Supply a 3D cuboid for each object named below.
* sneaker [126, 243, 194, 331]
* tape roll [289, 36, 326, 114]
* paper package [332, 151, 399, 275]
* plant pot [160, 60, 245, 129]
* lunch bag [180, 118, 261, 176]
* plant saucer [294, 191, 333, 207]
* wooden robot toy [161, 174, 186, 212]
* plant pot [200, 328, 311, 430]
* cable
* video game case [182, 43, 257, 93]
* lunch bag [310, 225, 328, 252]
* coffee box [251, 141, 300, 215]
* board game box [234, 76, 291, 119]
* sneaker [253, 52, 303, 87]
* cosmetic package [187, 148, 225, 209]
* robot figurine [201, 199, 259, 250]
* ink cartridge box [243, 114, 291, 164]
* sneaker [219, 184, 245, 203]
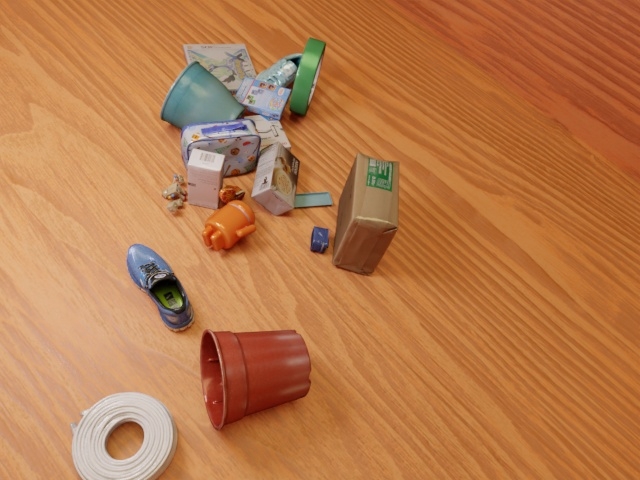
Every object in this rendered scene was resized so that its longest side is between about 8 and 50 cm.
[{"bbox_3d":[-0.506,0.124,1.497,0.129,0.147,0.330,-32,69,-30],"label":"sneaker"},{"bbox_3d":[-0.056,-0.716,2.075,0.077,0.321,0.321,18,54,-3],"label":"tape roll"},{"bbox_3d":[0.166,-0.097,1.722,0.168,0.309,0.325,13,53,-6],"label":"paper package"},{"bbox_3d":[-0.454,-0.525,1.893,0.255,0.271,0.272,33,54,-9],"label":"plant pot"},{"bbox_3d":[-0.372,-0.355,1.797,0.303,0.243,0.115,-13,61,-21],"label":"lunch bag"},{"bbox_3d":[-0.049,-0.160,1.888,0.192,0.018,0.067,-6,59,-17],"label":"plant saucer"},{"bbox_3d":[-0.549,-0.166,1.748,0.079,0.076,0.173,-16,55,17],"label":"wooden robot toy"},{"bbox_3d":[-0.184,0.375,1.359,0.265,0.272,0.272,-3,57,-26],"label":"plant pot"},{"bbox_3d":[-0.516,0.530,1.255,0.257,0.089,0.257,-17,62,-24],"label":"cable"},{"bbox_3d":[-0.461,-0.803,2.204,0.300,0.036,0.329,-10,60,-20],"label":"video game case"},{"bbox_3d":[0.000,0.000,1.762,0.065,0.067,0.098,9,56,-8],"label":"lunch bag"},{"bbox_3d":[-0.168,-0.240,1.825,0.141,0.098,0.246,41,42,-39],"label":"coffee box"},{"bbox_3d":[-0.249,-0.609,2.018,0.211,0.039,0.160,16,60,3],"label":"board game box"},{"bbox_3d":[-0.188,-0.756,2.153,0.135,0.150,0.366,43,53,-16],"label":"sneaker"},{"bbox_3d":[-0.412,-0.215,1.698,0.117,0.231,0.085,11,54,-6],"label":"cosmetic package"},{"bbox_3d":[-0.319,-0.057,1.681,0.128,0.158,0.219,54,54,-17],"label":"robot figurine"},{"bbox_3d":[-0.226,-0.427,1.980,0.148,0.086,0.203,-13,60,-22],"label":"ink cartridge box"},{"bbox_3d":[-0.342,-0.175,1.756,0.067,0.175,0.064,33,98,7],"label":"sneaker"}]
